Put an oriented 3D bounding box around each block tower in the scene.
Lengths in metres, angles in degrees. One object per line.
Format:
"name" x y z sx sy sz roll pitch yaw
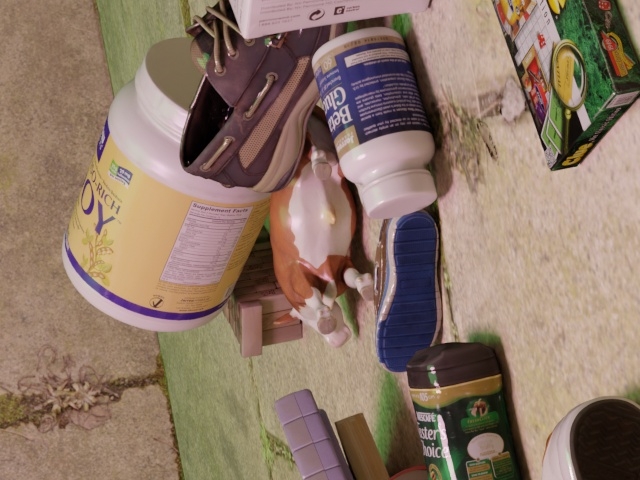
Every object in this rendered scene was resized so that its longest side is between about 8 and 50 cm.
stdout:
"block tower" -0.117 0.034 2.093 0.335 0.097 0.091 -119 23 -53

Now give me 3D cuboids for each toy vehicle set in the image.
"toy vehicle set" 0.087 0.344 1.607 0.166 0.035 0.266 74 174 -51

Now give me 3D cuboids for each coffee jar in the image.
"coffee jar" 0.135 0.185 1.319 0.096 0.079 0.184 161 99 -74

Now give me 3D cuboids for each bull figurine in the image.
"bull figurine" 0.000 0.000 1.636 0.188 0.101 0.310 -142 42 -62

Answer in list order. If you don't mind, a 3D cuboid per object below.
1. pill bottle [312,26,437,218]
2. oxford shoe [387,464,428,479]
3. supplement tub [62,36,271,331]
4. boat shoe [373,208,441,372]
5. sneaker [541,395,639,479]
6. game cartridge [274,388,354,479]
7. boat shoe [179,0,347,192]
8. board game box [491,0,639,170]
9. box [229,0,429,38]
"pill bottle" 0.056 -0.111 1.365 0.094 0.094 0.169 121 135 -68
"oxford shoe" 0.155 0.371 1.356 0.348 0.123 0.130 -110 -5 -51
"supplement tub" -0.183 -0.071 1.854 0.331 0.241 0.241 -64 35 33
"boat shoe" 0.086 0.045 1.444 0.066 0.066 0.183 -121 35 -63
"sneaker" 0.222 0.266 1.050 0.123 0.106 0.290 119 149 -73
"game cartridge" 0.037 0.348 1.632 0.355 0.068 0.230 73 179 -50
"boat shoe" -0.067 -0.188 1.465 0.132 0.130 0.355 -120 35 -43
"board game box" 0.163 -0.195 1.053 0.136 0.030 0.259 120 136 -64
"box" 0.008 -0.289 1.248 0.182 0.181 0.119 101 154 -55
